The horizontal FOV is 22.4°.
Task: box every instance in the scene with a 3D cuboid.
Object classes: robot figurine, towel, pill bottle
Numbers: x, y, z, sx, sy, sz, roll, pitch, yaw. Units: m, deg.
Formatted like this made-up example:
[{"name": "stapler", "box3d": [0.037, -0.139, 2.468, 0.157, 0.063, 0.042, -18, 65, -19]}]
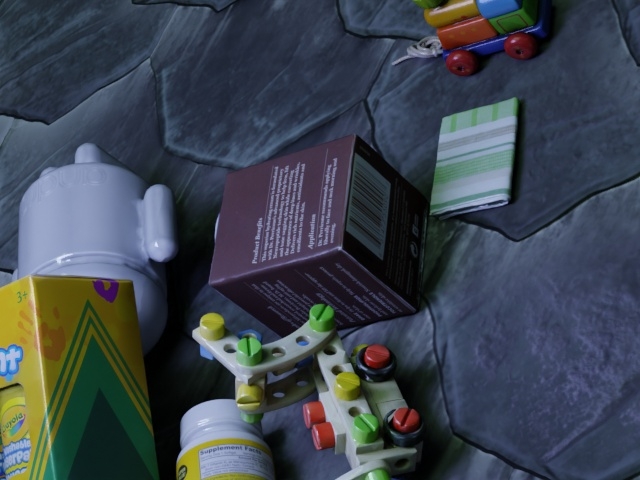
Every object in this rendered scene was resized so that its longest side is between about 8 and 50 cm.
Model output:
[{"name": "robot figurine", "box3d": [-0.311, 0.037, 2.190, 0.300, 0.200, 0.353, -34, 44, 26]}, {"name": "towel", "box3d": [0.193, -0.100, 1.989, 0.113, 0.023, 0.152, -12, 52, 33]}, {"name": "pill bottle", "box3d": [-0.108, 0.298, 1.891, 0.119, 0.119, 0.208, -30, 45, 22]}]

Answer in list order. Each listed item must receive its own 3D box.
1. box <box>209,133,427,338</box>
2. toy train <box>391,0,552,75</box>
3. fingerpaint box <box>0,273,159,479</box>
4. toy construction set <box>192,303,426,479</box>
[{"name": "box", "box3d": [0.000, 0.000, 1.972, 0.203, 0.167, 0.168, -15, 53, 34]}, {"name": "toy train", "box3d": [0.156, -0.287, 2.057, 0.248, 0.143, 0.105, -12, 54, 35]}, {"name": "fingerpaint box", "box3d": [-0.403, 0.275, 1.986, 0.445, 0.163, 0.371, -20, 73, 42]}, {"name": "toy construction set", "box3d": [-0.006, 0.209, 1.820, 0.215, 0.151, 0.328, -9, 57, -14]}]
